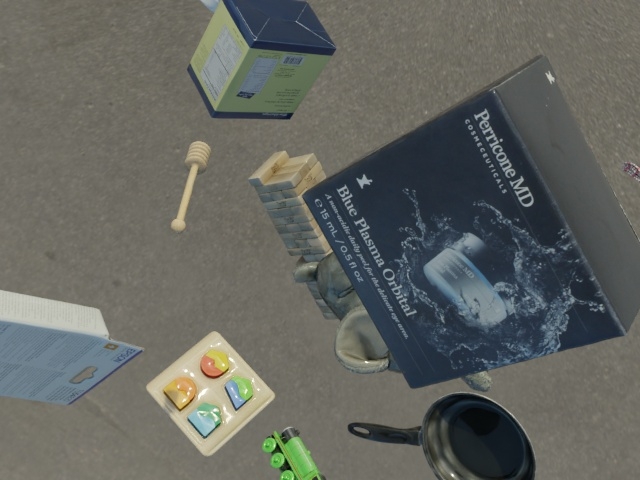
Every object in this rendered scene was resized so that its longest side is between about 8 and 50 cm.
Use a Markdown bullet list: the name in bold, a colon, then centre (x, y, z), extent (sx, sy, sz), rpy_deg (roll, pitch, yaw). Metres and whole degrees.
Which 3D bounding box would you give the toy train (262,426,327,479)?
- **toy train**: centre (-0.008, 0.142, 0.419), extent (0.024, 0.083, 0.017), rpy_deg (-38, 138, -1)

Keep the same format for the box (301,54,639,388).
- **box**: centre (0.099, -0.006, 0.462), extent (0.158, 0.093, 0.156), rpy_deg (-26, 96, 41)

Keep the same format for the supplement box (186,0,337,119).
- **supplement box**: centre (-0.049, -0.146, 0.582), extent (0.083, 0.083, 0.056), rpy_deg (-50, 59, 41)

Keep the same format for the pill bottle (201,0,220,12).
- **pill bottle**: centre (-0.183, -0.607, 1.590), extent (0.208, 0.119, 0.119), rpy_deg (-38, 103, 20)

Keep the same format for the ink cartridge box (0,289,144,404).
- **ink cartridge box**: centre (-0.373, 0.139, 0.904), extent (0.224, 0.045, 0.223), rpy_deg (21, 138, -38)

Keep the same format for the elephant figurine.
- **elephant figurine**: centre (0.093, 0.115, 0.989), extent (0.169, 0.186, 0.239), rpy_deg (-12, 79, -22)

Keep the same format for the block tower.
- **block tower**: centre (0.000, 0.000, 1.302), extent (0.097, 0.091, 0.335), rpy_deg (-7, 122, 40)

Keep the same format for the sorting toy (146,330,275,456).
- **sorting toy**: centre (-0.230, 0.314, 1.508), extent (0.208, 0.193, 0.038), rpy_deg (43, 156, 17)

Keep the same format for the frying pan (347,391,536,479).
- **frying pan**: centre (0.209, 0.355, 1.193), extent (0.326, 0.053, 0.197), rpy_deg (-28, 84, 40)

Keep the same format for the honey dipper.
- **honey dipper**: centre (-0.168, -0.068, 0.917), extent (0.031, 0.160, 0.030), rpy_deg (3, 133, 3)

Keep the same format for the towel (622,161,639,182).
- **towel**: centre (0.667, -0.112, 1.352), extent (0.144, 0.197, 0.029), rpy_deg (13, 108, 2)
